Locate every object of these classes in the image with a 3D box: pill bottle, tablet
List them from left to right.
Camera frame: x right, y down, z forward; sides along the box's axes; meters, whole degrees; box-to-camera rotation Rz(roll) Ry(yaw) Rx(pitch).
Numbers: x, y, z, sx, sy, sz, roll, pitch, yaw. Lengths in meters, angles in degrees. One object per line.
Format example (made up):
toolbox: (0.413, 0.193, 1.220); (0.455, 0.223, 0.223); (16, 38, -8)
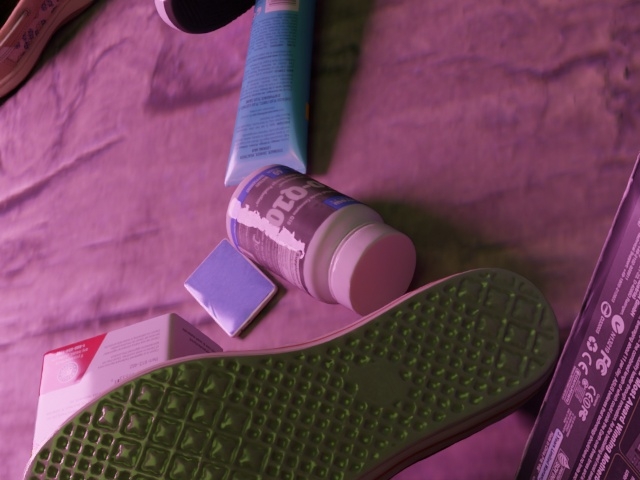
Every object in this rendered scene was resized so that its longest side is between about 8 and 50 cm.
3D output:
tablet: (-0.073, 0.037, 0.898); (0.054, 0.006, 0.083); (-48, 46, -1)
pill bottle: (0.000, 0.000, 0.823); (0.137, 0.078, 0.078); (28, 80, 42)

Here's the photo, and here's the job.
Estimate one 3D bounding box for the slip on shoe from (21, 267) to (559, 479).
slip on shoe: (-0.013, 0.114, 0.675); (0.331, 0.101, 0.123); (-21, 71, -13)

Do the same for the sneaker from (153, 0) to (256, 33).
sneaker: (-0.115, -0.328, 1.075); (0.178, 0.124, 0.295); (15, 64, 34)

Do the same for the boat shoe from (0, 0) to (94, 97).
boat shoe: (-0.331, -0.248, 1.196); (0.285, 0.089, 0.104); (-47, 48, 1)

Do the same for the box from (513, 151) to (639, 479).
box: (0.233, 0.090, 0.433); (0.097, 0.395, 0.318); (-9, 39, -26)

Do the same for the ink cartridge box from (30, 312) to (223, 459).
ink cartridge box: (-0.144, 0.158, 0.824); (0.127, 0.072, 0.175); (-18, 54, 24)

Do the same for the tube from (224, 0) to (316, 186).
tube: (-0.037, -0.145, 0.965); (0.080, 0.052, 0.207); (-11, 62, 34)
